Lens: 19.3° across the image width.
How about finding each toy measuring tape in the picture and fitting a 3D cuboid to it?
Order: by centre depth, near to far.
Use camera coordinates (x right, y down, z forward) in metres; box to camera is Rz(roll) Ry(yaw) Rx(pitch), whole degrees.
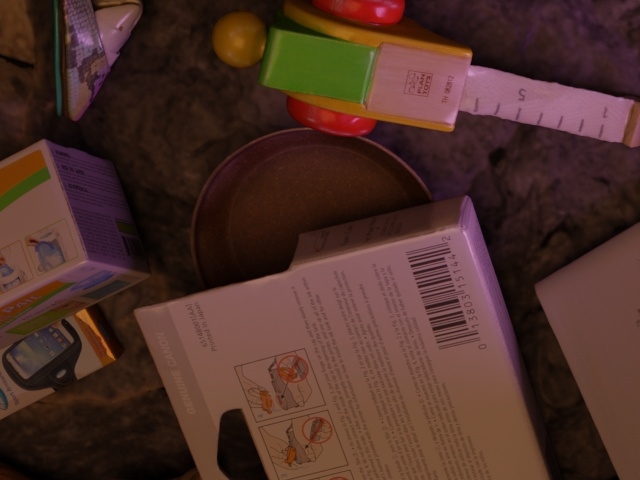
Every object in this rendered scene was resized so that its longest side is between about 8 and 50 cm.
[{"bbox_3d":[0.078,-0.128,1.393,0.330,0.121,0.121,9,108,-15],"label":"toy measuring tape"}]

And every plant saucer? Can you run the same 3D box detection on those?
[{"bbox_3d":[0.000,0.000,1.448,0.198,0.036,0.198,3,114,7],"label":"plant saucer"}]

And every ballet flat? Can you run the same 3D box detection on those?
[{"bbox_3d":[-0.177,-0.201,1.422,0.079,0.077,0.221,-9,104,-7],"label":"ballet flat"}]

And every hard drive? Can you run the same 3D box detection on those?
[{"bbox_3d":[0.323,0.039,1.345,0.307,0.040,0.203,-32,55,17],"label":"hard drive"}]

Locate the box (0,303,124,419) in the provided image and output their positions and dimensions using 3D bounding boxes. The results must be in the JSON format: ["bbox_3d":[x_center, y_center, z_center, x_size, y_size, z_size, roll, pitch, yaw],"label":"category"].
[{"bbox_3d":[-0.238,0.089,1.531,0.136,0.028,0.081,-28,99,14],"label":"box"}]

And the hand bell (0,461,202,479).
[{"bbox_3d":[-0.212,0.217,1.536,0.242,0.126,0.126,12,107,19],"label":"hand bell"}]

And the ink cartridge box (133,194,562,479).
[{"bbox_3d":[0.031,0.134,1.447,0.261,0.066,0.296,-14,112,14],"label":"ink cartridge box"}]

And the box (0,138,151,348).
[{"bbox_3d":[-0.254,0.017,1.455,0.203,0.114,0.103,-26,75,17],"label":"box"}]

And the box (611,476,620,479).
[{"bbox_3d":[0.344,0.267,1.279,0.293,0.395,0.212,-31,97,17],"label":"box"}]
